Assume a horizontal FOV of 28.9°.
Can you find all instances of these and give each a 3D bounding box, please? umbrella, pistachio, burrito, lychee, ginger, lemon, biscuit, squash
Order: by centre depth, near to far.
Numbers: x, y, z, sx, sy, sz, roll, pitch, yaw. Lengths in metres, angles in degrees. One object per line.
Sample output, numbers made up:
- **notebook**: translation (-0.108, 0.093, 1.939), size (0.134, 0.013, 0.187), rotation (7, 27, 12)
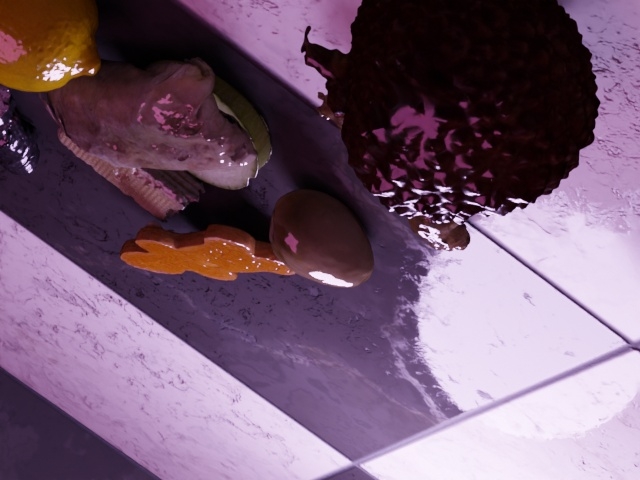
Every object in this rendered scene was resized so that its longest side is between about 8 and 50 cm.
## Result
- **lychee**: translation (0.124, -0.149, 1.218), size (0.300, 0.264, 0.264), rotation (15, 149, 10)
- **ginger**: translation (0.102, -0.077, 1.544), size (0.122, 0.084, 0.290), rotation (-8, 133, 43)
- **lemon**: translation (-0.389, -0.292, 1.617), size (0.244, 0.187, 0.187), rotation (31, 153, 3)
- **burrito**: translation (-0.245, -0.169, 1.689), size (0.348, 0.107, 0.175), rotation (10, 126, 37)
- **squash**: translation (-0.166, -0.167, 1.742), size (0.219, 0.041, 0.219), rotation (27, 148, 18)
- **pistachio**: translation (0.000, 0.000, 1.768), size (0.185, 0.126, 0.108), rotation (45, -167, -28)
- **biscuit**: translation (-0.295, -0.123, 1.918), size (0.239, 0.061, 0.108), rotation (38, 152, -11)
- **umbrella**: translation (-0.531, -0.222, 1.984), size (0.326, 0.094, 0.090), rotation (74, 176, -54)
- **biscuit**: translation (-0.199, 0.014, 1.993), size (0.324, 0.049, 0.205), rotation (-9, 155, 44)
